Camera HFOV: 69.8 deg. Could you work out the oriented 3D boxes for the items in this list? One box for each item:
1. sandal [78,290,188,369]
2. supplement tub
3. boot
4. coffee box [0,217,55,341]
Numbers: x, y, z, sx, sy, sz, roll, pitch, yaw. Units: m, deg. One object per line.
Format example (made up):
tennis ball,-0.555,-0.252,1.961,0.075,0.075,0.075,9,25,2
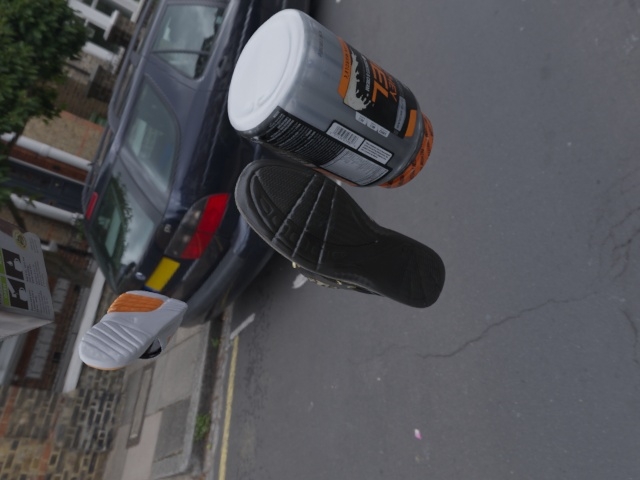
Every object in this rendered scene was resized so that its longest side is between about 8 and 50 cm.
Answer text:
sandal,-0.281,0.144,0.680,0.265,0.101,0.076,-82,9,-79
supplement tub,0.029,-0.203,0.740,0.193,0.315,0.194,-20,62,44
boot,0.000,0.000,0.816,0.138,0.377,0.284,-68,20,-9
coffee box,-0.403,0.028,0.392,0.297,0.168,0.119,84,165,-73
